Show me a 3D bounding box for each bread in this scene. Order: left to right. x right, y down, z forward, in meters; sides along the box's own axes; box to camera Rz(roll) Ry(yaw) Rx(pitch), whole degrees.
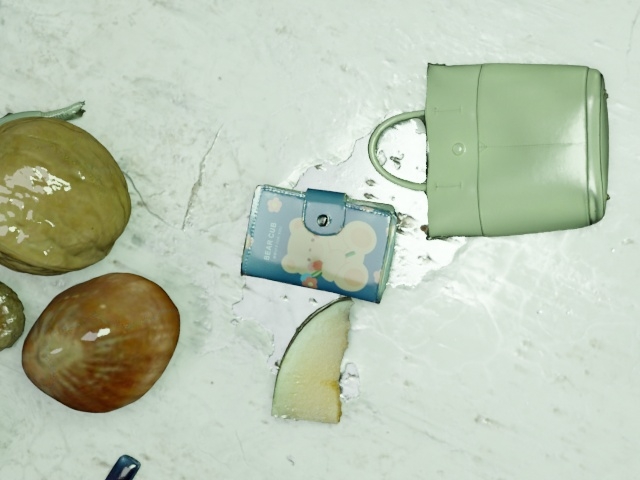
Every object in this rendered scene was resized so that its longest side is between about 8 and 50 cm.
[{"bbox_3d":[-0.465,0.101,1.389,0.082,0.060,0.113,-27,88,8],"label":"bread"}]

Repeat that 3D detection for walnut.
[{"bbox_3d":[-0.367,-0.053,1.301,0.227,0.228,0.228,0,90,8],"label":"walnut"}]

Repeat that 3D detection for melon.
[{"bbox_3d":[-0.010,0.159,1.316,0.097,0.054,0.182,6,103,-1],"label":"melon"}]

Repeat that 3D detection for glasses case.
[{"bbox_3d":[-0.290,0.345,1.382,0.033,0.023,0.083,33,94,5],"label":"glasses case"}]

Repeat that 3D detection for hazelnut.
[{"bbox_3d":[-0.296,0.135,1.294,0.214,0.214,0.176,-42,72,6],"label":"hazelnut"}]

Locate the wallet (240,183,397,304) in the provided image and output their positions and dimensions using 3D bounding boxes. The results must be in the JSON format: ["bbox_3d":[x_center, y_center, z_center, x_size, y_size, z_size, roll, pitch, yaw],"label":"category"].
[{"bbox_3d":[0.001,0.000,1.321,0.202,0.059,0.141,11,97,9],"label":"wallet"}]

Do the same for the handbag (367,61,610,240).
[{"bbox_3d":[0.222,-0.121,1.292,0.315,0.109,0.241,-1,89,22],"label":"handbag"}]

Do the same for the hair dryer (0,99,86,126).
[{"bbox_3d":[-0.504,-0.196,1.399,0.267,0.092,0.229,-37,79,-7],"label":"hair dryer"}]
